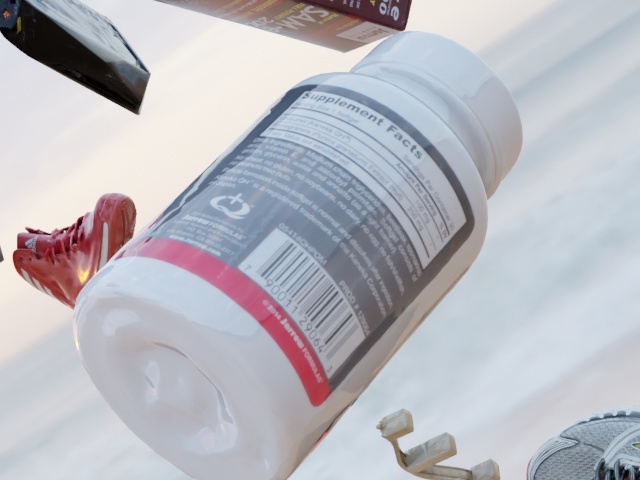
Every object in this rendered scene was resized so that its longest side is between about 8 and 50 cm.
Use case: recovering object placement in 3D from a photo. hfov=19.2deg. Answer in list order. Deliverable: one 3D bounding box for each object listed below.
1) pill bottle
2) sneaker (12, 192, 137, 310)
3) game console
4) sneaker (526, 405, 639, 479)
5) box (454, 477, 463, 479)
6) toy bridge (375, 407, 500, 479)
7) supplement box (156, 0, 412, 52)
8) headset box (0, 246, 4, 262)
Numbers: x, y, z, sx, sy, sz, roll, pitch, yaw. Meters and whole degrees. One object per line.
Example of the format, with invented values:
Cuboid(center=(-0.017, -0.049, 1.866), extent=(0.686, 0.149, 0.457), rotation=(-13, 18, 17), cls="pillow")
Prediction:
Cuboid(center=(0.000, 0.000, 1.249), extent=(0.318, 0.176, 0.176), rotation=(-46, 10, -35), cls="pill bottle")
Cuboid(center=(-0.277, 0.010, 2.067), extent=(0.221, 0.128, 0.087), rotation=(107, -177, -52), cls="sneaker")
Cuboid(center=(-0.306, -0.274, 1.883), extent=(0.044, 0.361, 0.213), rotation=(-45, -33, 11), cls="game console")
Cuboid(center=(0.244, 0.169, 1.331), extent=(0.225, 0.088, 0.093), rotation=(-1, 9, 35), cls="sneaker")
Cuboid(center=(0.120, 0.293, 1.400), extent=(0.077, 0.180, 0.147), rotation=(-24, -33, -48), cls="box")
Cuboid(center=(0.117, 0.231, 2.049), extent=(0.063, 0.026, 0.188), rotation=(-28, -40, 28), cls="toy bridge")
Cuboid(center=(-0.060, -0.211, 1.429), extent=(0.239, 0.073, 0.130), rotation=(13, -7, -20), cls="supplement box")
Cuboid(center=(-0.512, 0.024, 2.051), extent=(0.246, 0.131, 0.283), rotation=(-8, 20, 17), cls="headset box")
